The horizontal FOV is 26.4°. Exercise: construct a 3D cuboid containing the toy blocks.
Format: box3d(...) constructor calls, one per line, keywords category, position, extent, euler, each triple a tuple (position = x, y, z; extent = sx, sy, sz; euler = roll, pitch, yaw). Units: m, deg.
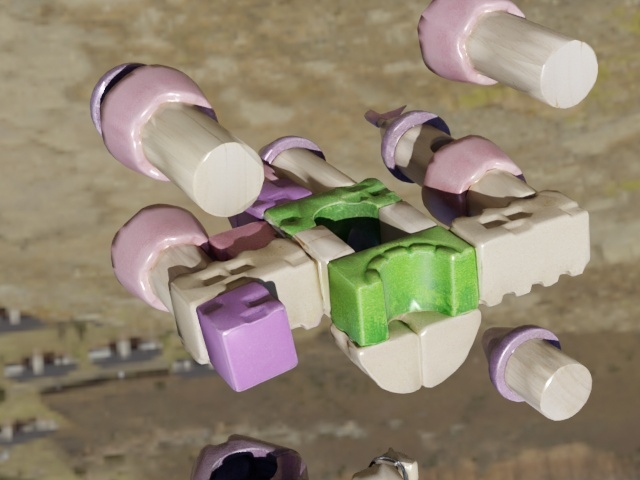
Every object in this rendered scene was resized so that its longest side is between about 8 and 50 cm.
box3d(category="toy blocks", position=(0.000, 0.000, 0.904), extent=(0.289, 0.309, 0.260), euler=(-18, -152, -22))
